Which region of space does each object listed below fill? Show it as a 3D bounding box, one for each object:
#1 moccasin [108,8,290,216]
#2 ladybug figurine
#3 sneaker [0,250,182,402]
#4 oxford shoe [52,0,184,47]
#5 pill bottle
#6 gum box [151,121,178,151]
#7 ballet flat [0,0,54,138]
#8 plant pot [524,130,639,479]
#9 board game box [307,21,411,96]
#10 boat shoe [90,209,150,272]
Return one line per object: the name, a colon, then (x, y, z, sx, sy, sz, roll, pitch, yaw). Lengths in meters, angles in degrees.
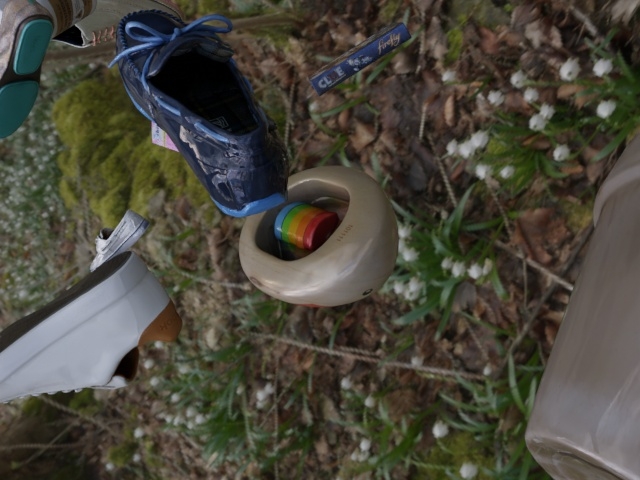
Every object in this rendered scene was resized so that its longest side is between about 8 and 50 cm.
moccasin: (-0.124, -0.173, 0.794, 0.342, 0.138, 0.116, 47, 154, 33)
ladybug figurine: (0.000, 0.000, 1.484, 0.162, 0.305, 0.449, 44, 171, -32)
sneaker: (-0.274, 0.133, 0.784, 0.290, 0.106, 0.123, -30, 112, 17)
oxford shoe: (-0.537, -0.530, 1.826, 0.397, 0.146, 0.140, 0, 152, -12)
pill bottle: (-0.596, -0.495, 1.573, 0.131, 0.229, 0.131, 19, 136, 19)
gum box: (-0.326, -0.287, 1.896, 0.107, 0.188, 0.062, 20, 121, 25)
ballet flat: (-0.598, -0.340, 1.438, 0.106, 0.108, 0.316, 50, 124, 16)
plant pot: (0.320, 0.102, 0.584, 0.323, 0.280, 0.323, 36, 165, 11)
board game box: (0.085, -0.424, 1.724, 0.243, 0.165, 0.042, -31, 105, 6)
boat shoe: (-0.228, 0.001, 0.812, 0.035, 0.035, 0.100, 42, 123, -16)
